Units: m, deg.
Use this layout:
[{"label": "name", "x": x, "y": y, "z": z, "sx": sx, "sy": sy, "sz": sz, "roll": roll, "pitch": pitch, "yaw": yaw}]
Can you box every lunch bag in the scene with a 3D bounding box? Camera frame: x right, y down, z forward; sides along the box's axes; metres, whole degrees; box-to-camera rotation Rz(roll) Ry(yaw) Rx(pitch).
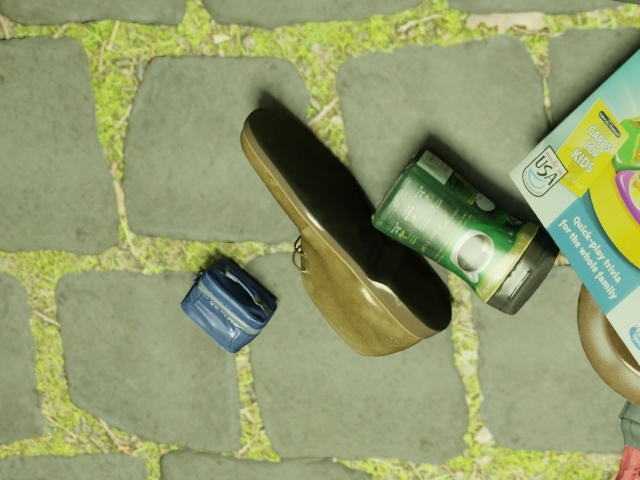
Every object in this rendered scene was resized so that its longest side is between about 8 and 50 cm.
[{"label": "lunch bag", "x": -0.100, "y": 0.066, "z": 1.957, "sx": 0.098, "sy": 0.067, "sz": 0.065, "roll": 42, "pitch": 117, "yaw": -1}]

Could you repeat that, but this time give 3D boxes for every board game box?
[{"label": "board game box", "x": 0.373, "y": -0.073, "z": 1.684, "sx": 0.336, "sy": 0.079, "sz": 0.253, "roll": -45, "pitch": 63, "yaw": 27}]

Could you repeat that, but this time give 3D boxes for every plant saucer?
[{"label": "plant saucer", "x": 0.356, "y": 0.074, "z": 1.789, "sx": 0.199, "sy": 0.036, "sz": 0.198, "roll": -1, "pitch": 85, "yaw": 12}]

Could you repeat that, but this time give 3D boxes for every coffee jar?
[{"label": "coffee jar", "x": 0.151, "y": -0.007, "z": 1.843, "sx": 0.184, "sy": 0.079, "sz": 0.096, "roll": 35, "pitch": 114, "yaw": 2}]

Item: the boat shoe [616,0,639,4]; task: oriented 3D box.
[{"label": "boat shoe", "x": 0.220, "y": -0.294, "z": 1.696, "sx": 0.335, "sy": 0.095, "sz": 0.112, "roll": 20, "pitch": 116, "yaw": 9}]

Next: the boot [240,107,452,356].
[{"label": "boot", "x": 0.000, "y": 0.000, "z": 1.885, "sx": 0.115, "sy": 0.112, "sz": 0.305, "roll": -32, "pitch": 101, "yaw": 36}]

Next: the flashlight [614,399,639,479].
[{"label": "flashlight", "x": 0.296, "y": 0.280, "z": 1.821, "sx": 0.103, "sy": 0.103, "sz": 0.304, "roll": 25, "pitch": 84, "yaw": 6}]
